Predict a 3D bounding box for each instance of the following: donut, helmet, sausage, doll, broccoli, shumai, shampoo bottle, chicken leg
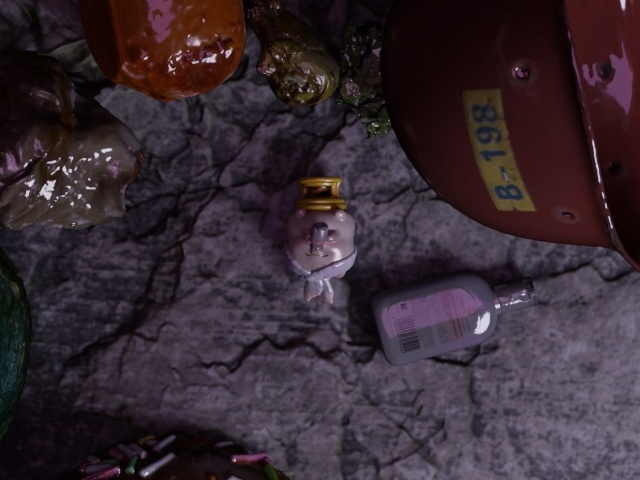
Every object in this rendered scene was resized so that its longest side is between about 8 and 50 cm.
[{"bbox_3d":[-0.148,0.328,1.658,0.345,0.136,0.259,-3,99,-3],"label":"donut"},{"bbox_3d":[0.180,-0.141,1.553,0.230,0.338,0.385,-8,125,22],"label":"helmet"},{"bbox_3d":[-0.163,-0.266,1.582,0.141,0.153,0.268,-20,97,-24],"label":"sausage"},{"bbox_3d":[0.000,0.000,1.650,0.073,0.084,0.127,-1,89,-1],"label":"doll"},{"bbox_3d":[0.048,-0.161,1.633,0.095,0.092,0.097,36,112,7],"label":"broccoli"},{"bbox_3d":[-0.289,-0.076,1.614,0.184,0.218,0.185,-59,138,-20],"label":"shumai"},{"bbox_3d":[0.138,0.072,1.684,0.165,0.040,0.080,-15,95,-1],"label":"shampoo bottle"},{"bbox_3d":[-0.045,-0.207,1.610,0.070,0.093,0.178,-34,67,17],"label":"chicken leg"}]

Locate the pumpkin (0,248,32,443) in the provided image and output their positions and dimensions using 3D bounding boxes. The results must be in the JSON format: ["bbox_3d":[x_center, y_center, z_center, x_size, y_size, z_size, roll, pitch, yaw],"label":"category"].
[{"bbox_3d":[-0.368,0.107,1.549,0.196,0.293,0.263,24,85,-7],"label":"pumpkin"}]
